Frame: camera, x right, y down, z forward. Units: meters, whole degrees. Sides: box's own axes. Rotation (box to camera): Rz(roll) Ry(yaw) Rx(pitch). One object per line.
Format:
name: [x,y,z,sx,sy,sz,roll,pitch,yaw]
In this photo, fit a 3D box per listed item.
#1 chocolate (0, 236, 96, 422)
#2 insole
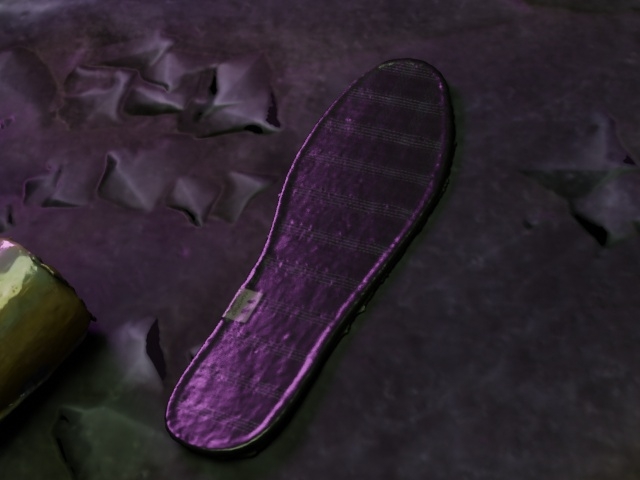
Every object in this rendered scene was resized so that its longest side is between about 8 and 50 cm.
chocolate: [-0.227,0.098,0.778,0.085,0.086,0.219,27,67,37]
insole: [0.000,0.000,0.818,0.110,0.012,0.309,14,56,29]
